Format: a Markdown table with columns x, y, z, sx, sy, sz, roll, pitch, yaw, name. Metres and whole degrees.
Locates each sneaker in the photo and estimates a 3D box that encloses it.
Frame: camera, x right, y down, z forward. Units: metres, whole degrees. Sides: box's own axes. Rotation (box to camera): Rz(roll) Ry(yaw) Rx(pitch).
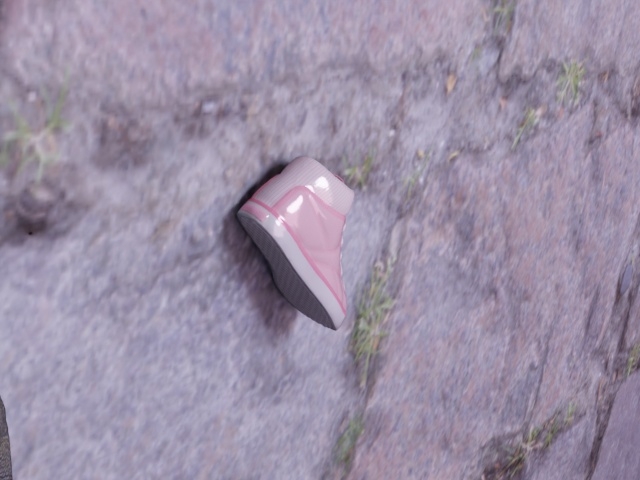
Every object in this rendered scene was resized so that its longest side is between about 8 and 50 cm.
| x | y | z | sx | sy | sz | roll | pitch | yaw | name |
| --- | --- | --- | --- | --- | --- | --- | --- | --- | --- |
| 0.000 | 0.000 | 0.748 | 0.070 | 0.051 | 0.134 | -51 | 143 | -19 | sneaker |

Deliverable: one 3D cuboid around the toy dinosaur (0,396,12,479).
| x | y | z | sx | sy | sz | roll | pitch | yaw | name |
| --- | --- | --- | --- | --- | --- | --- | --- | --- | --- |
| -0.177 | 0.090 | 0.450 | 0.160 | 0.121 | 0.313 | -35 | 135 | -24 | toy dinosaur |
